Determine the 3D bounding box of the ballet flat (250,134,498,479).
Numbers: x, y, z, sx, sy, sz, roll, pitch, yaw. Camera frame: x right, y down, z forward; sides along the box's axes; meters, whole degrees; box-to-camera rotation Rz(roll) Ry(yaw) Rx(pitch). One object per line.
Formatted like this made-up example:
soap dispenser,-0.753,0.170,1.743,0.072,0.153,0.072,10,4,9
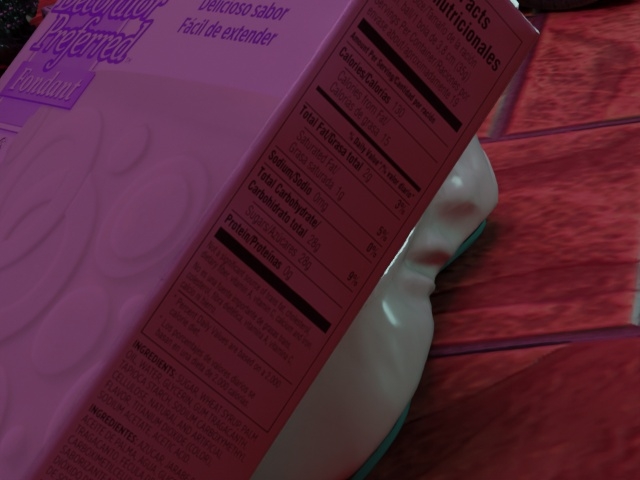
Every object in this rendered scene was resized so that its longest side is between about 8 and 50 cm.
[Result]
ballet flat,0.000,0.000,0.900,0.139,0.139,0.400,-5,21,21

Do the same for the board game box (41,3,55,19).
board game box,-0.107,-0.239,1.726,0.305,0.053,0.193,-19,20,-17

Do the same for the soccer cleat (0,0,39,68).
soccer cleat,-0.361,-0.222,1.800,0.116,0.109,0.318,-32,21,4

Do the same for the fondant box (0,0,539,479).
fondant box,-0.087,0.001,0.769,0.238,0.096,0.330,16,67,53

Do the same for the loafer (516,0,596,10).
loafer,0.175,-0.257,1.540,0.251,0.094,0.087,4,30,39
